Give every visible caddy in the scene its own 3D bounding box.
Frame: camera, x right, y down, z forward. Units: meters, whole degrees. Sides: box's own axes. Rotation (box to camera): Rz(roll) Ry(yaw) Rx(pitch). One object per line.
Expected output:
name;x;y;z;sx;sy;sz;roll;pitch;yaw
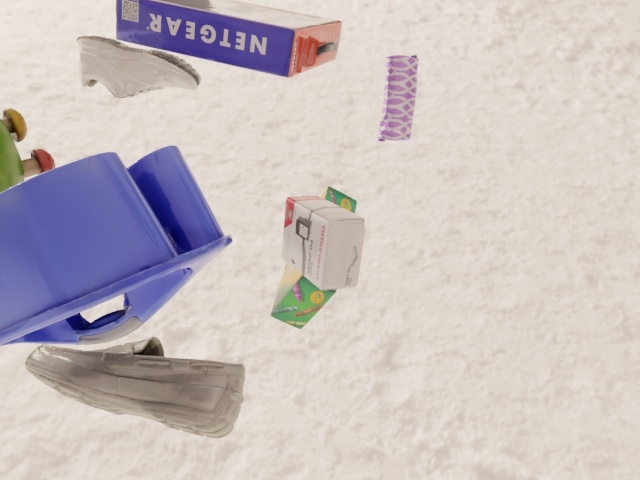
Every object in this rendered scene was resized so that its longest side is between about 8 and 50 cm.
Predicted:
caddy;-0.264;0.029;0.655;0.341;0.179;0.241;-21;4;22

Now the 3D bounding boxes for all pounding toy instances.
pounding toy;-0.509;-0.148;0.928;0.110;0.183;0.237;-27;32;-36

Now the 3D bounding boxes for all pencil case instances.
pencil case;0.177;-0.333;1.359;0.086;0.206;0.088;-4;14;-43

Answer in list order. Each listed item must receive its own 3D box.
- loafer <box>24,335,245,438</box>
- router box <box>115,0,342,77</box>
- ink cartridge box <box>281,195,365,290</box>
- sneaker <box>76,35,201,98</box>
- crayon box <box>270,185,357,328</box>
loafer;-0.260;0.191;0.827;0.319;0.112;0.111;12;61;8
router box;-0.158;-0.402;1.109;0.335;0.082;0.301;15;26;10
ink cartridge box;0.000;0.000;0.902;0.063;0.109;0.150;-3;18;-28
sneaker;-0.425;-0.390;1.363;0.297;0.129;0.111;14;17;4
crayon box;-0.011;0.035;1.275;0.081;0.165;0.278;27;46;-11
